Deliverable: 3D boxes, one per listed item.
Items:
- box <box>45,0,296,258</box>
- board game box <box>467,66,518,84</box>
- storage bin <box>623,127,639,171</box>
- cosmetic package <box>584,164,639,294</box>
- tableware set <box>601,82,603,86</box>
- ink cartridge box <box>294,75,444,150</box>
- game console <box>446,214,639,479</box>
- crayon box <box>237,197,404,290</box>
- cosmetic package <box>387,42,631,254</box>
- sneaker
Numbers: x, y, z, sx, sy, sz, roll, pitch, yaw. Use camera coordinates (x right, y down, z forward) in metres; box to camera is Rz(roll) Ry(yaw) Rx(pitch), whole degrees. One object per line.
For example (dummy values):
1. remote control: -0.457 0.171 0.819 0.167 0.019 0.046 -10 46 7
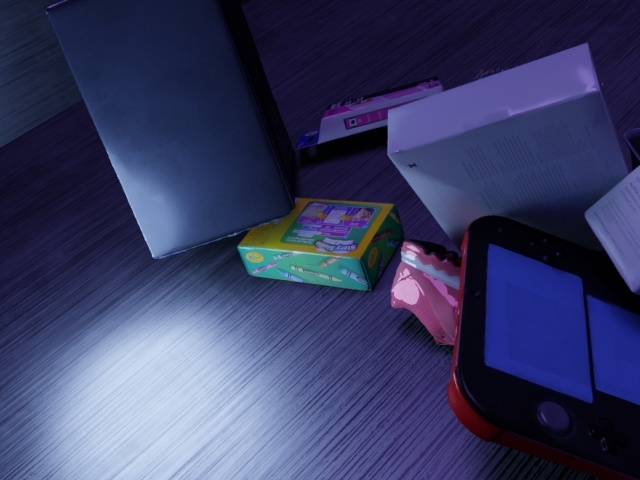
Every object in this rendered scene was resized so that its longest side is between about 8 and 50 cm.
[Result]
1. box: -0.257 -0.289 1.467 0.297 0.480 0.472 -19 18 3
2. board game box: 0.390 -0.323 1.669 0.165 0.042 0.243 8 44 43
3. storage bin: 0.608 -0.135 1.291 0.098 0.091 0.135 -13 37 9
4. cosmetic package: 0.576 -0.078 0.943 0.385 0.217 0.156 -48 41 30
5. tableware set: 0.545 -0.329 1.640 0.168 0.020 0.141 19 50 40
6. ink cartridge box: 0.113 -0.306 1.734 0.370 0.069 0.176 -16 18 10
7. game console: 0.342 0.135 0.959 0.341 0.060 0.387 17 42 1
8. crayon box: 0.000 0.000 1.400 0.278 0.081 0.165 6 43 31
9. cosmetic package: 0.306 -0.093 1.084 0.284 0.377 0.098 -16 53 25
10. sneaker: 0.244 0.119 1.131 0.313 0.136 0.115 32 16 30
